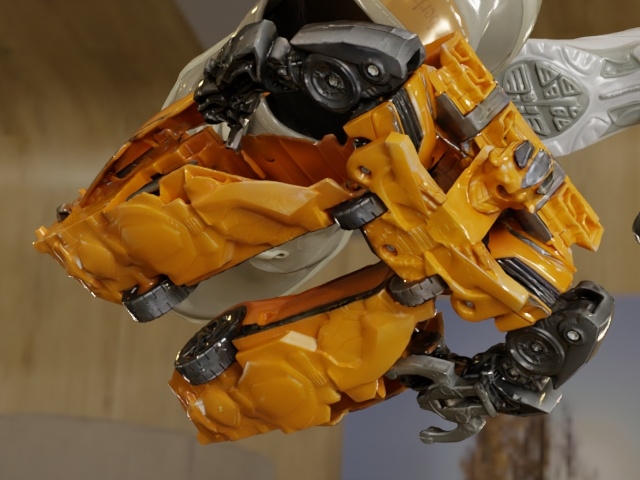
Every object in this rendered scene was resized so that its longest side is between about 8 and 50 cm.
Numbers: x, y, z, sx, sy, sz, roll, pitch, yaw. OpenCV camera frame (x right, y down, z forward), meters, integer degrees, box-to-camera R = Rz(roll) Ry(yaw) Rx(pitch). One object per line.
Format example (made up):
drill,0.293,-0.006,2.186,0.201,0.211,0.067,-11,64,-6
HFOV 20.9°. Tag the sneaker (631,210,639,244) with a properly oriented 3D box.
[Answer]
sneaker,0.304,-0.024,1.229,0.234,0.078,0.106,-19,46,-42

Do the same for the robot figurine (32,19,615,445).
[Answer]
robot figurine,0.000,0.000,0.783,0.291,0.085,0.211,-22,-68,47

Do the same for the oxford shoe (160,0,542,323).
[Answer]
oxford shoe,-0.029,-0.065,1.136,0.169,0.130,0.449,48,-41,0

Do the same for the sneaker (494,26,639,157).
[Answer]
sneaker,0.207,-0.116,1.310,0.232,0.090,0.115,-4,8,8
